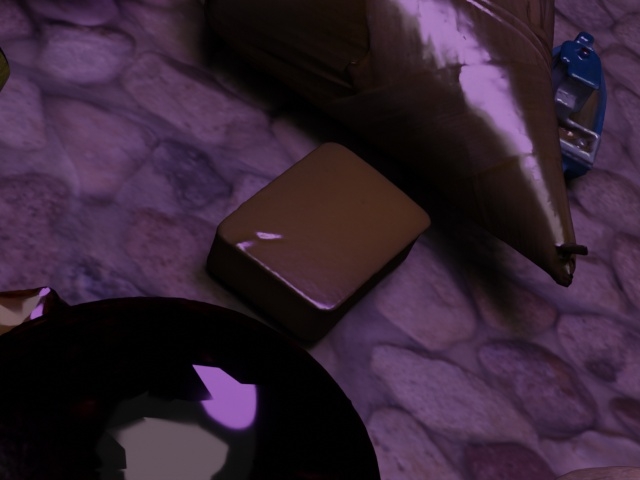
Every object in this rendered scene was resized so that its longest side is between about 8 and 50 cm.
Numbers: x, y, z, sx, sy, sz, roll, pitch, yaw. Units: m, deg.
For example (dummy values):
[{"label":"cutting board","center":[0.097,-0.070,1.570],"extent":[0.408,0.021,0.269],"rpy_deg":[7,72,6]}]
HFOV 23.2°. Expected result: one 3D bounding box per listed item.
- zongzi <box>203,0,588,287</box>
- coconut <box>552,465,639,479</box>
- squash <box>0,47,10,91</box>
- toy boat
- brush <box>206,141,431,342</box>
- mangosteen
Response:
[{"label":"zongzi","center":[0.025,-0.157,1.434],"extent":[0.447,0.181,0.418],"rpy_deg":[12,44,-17]},{"label":"coconut","center":[0.199,0.273,1.086],"extent":[0.224,0.224,0.224],"rpy_deg":[17,42,-16]},{"label":"squash","center":[-0.314,-0.097,1.246],"extent":[0.105,0.105,0.132],"rpy_deg":[18,61,-14]},{"label":"toy boat","center":[0.264,-0.153,1.624],"extent":[0.088,0.102,0.215],"rpy_deg":[28,40,-7]},{"label":"brush","center":[0.000,0.000,1.343],"extent":[0.123,0.059,0.197],"rpy_deg":[37,40,12]},{"label":"mangosteen","center":[-0.122,0.172,0.936],"extent":[0.307,0.306,0.347],"rpy_deg":[4,17,-28]}]
